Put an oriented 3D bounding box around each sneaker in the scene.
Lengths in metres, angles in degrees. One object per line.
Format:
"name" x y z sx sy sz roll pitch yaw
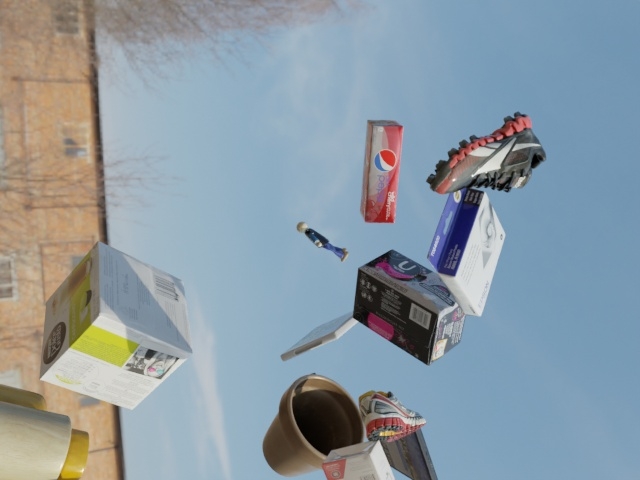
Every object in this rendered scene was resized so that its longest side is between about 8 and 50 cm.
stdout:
"sneaker" 0.143 0.342 1.358 0.088 0.225 0.093 -29 -117 13
"sneaker" 0.337 -0.146 1.346 0.135 0.276 0.098 56 -24 12

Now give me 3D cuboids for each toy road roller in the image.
"toy road roller" -0.523 0.317 1.105 0.329 0.202 0.241 -44 -142 33

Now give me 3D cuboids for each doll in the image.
"doll" 0.000 0.000 2.219 0.046 0.189 0.129 -55 -164 8

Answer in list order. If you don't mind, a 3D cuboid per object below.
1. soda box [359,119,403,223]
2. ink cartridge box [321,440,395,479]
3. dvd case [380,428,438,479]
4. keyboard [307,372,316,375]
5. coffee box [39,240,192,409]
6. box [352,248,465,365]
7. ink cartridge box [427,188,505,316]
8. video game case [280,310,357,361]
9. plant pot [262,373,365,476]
"soda box" 0.160 -0.182 1.806 0.092 0.083 0.264 -109 -160 -69
"ink cartridge box" 0.097 0.518 1.386 0.115 0.067 0.198 -20 -87 22
"dvd case" 0.197 0.508 1.702 0.253 0.022 0.181 2 -66 64
"keyboard" -0.007 0.509 2.146 0.108 0.023 0.180 -29 -107 22
"coffee box" -0.660 0.279 2.200 0.334 0.338 0.338 -43 -141 21
"box" 0.220 0.156 1.669 0.247 0.142 0.164 29 -51 34
"ink cartridge box" 0.315 0.011 1.441 0.045 0.224 0.223 2 -122 38
"video game case" 0.017 0.246 1.830 0.193 0.212 0.023 -28 -90 32
"plant pot" -0.043 0.539 1.897 0.229 0.263 0.263 -46 -129 34
